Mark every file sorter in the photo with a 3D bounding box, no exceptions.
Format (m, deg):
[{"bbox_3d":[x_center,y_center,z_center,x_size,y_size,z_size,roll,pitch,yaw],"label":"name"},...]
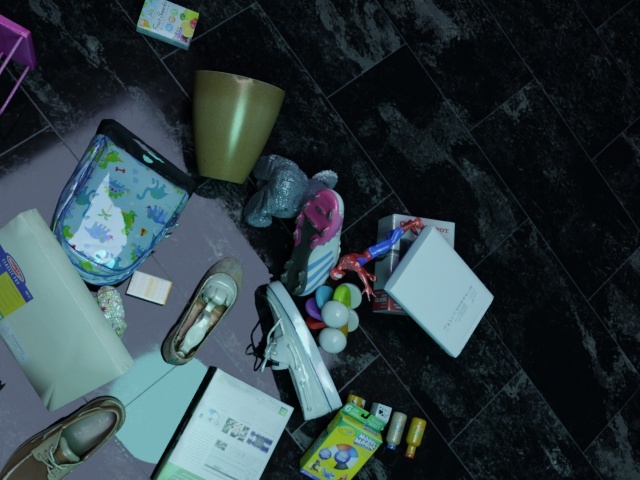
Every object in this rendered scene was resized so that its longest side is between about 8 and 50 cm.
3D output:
[{"bbox_3d":[-0.834,-0.439,1.501,0.291,0.202,0.182,28,75,-14],"label":"file sorter"}]

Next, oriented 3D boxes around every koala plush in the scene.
[{"bbox_3d":[-0.057,-0.118,1.751,0.221,0.203,0.196,16,77,-29],"label":"koala plush"}]

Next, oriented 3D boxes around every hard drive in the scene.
[{"bbox_3d":[0.321,0.139,1.760,0.319,0.040,0.210,45,72,-30],"label":"hard drive"}]

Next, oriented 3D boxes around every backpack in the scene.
[{"bbox_3d":[-0.486,-0.065,1.564,0.290,0.273,0.355,40,84,-26],"label":"backpack"}]

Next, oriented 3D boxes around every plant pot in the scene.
[{"bbox_3d":[-0.232,-0.280,1.701,0.237,0.237,0.254,11,94,-18],"label":"plant pot"}]

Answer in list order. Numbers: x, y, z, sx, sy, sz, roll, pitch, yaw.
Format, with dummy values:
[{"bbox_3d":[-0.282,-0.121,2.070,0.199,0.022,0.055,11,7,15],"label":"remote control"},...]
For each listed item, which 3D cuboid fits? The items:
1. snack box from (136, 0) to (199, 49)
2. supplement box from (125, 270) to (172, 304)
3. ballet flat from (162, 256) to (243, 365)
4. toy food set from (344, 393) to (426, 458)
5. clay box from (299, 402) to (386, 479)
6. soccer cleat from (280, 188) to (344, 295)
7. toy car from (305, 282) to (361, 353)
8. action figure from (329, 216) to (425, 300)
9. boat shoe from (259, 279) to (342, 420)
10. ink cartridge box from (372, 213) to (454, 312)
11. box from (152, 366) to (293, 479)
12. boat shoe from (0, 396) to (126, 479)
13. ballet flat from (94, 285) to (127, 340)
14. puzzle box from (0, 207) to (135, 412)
[{"bbox_3d":[-0.406,-0.581,1.761,0.141,0.037,0.100,18,76,-16],"label":"snack box"},{"bbox_3d":[-0.428,0.118,1.652,0.099,0.036,0.062,21,76,-16],"label":"supplement box"},{"bbox_3d":[-0.279,0.177,1.660,0.108,0.106,0.315,32,73,-13],"label":"ballet flat"},{"bbox_3d":[0.154,0.494,1.766,0.232,0.111,0.104,23,75,-18],"label":"toy food set"},{"bbox_3d":[0.060,0.532,1.702,0.127,0.053,0.222,32,106,-12],"label":"clay box"},{"bbox_3d":[0.000,0.000,1.704,0.143,0.331,0.116,-14,48,-43],"label":"soccer cleat"},{"bbox_3d":[0.024,0.195,1.747,0.136,0.159,0.181,14,119,17],"label":"toy car"},{"bbox_3d":[0.159,0.059,1.730,0.281,0.091,0.139,-26,89,-15],"label":"action figure"},{"bbox_3d":[-0.090,0.293,1.705,0.157,0.136,0.366,-25,89,-8],"label":"boat shoe"},{"bbox_3d":[0.263,0.073,1.864,0.197,0.114,0.272,7,79,-18],"label":"ink cartridge box"},{"bbox_3d":[-0.241,0.512,1.654,0.232,0.058,0.321,32,72,-13],"label":"box"},{"bbox_3d":[-0.590,0.474,1.500,0.324,0.116,0.123,-41,97,-20],"label":"boat shoe"},{"bbox_3d":[-0.500,0.219,1.526,0.091,0.077,0.240,17,119,11],"label":"ballet flat"},{"bbox_3d":[-0.616,0.162,1.474,0.408,0.272,0.052,60,29,-4],"label":"puzzle box"}]
